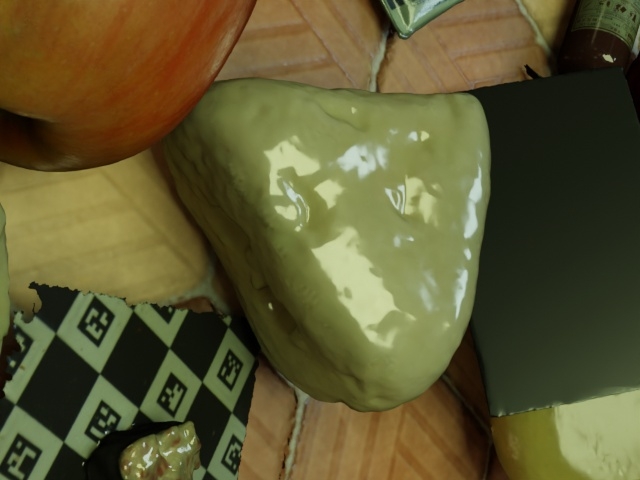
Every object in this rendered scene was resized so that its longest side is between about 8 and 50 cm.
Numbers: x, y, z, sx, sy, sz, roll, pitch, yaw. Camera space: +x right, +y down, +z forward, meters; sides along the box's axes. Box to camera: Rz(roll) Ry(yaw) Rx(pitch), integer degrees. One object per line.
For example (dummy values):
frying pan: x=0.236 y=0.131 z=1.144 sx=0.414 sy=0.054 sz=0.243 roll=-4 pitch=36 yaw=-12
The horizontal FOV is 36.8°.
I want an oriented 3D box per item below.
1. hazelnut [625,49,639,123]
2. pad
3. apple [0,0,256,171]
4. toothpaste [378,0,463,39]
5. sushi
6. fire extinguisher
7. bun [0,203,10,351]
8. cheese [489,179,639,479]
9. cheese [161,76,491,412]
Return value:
hazelnut: x=0.383 y=-0.138 z=0.997 sx=0.161 sy=0.201 sz=0.170 roll=8 pitch=108 yaw=-8
pad: x=0.213 y=-0.008 z=0.857 sx=0.202 sy=0.005 sz=0.299 roll=-10 pitch=74 yaw=-5
apple: x=-0.150 y=-0.162 z=0.576 sx=0.242 sy=0.242 sz=0.241 roll=26 pitch=80 yaw=-32
toothpaste: x=0.153 y=-0.268 z=0.914 sx=0.268 sy=0.047 sz=0.069 roll=-31 pitch=125 yaw=-30
sushi: x=-0.111 y=0.184 z=0.643 sx=0.264 sy=0.050 sz=0.290 roll=21 pitch=75 yaw=-58
fire extinguisher: x=0.279 y=-0.223 z=0.995 sx=0.099 sy=0.071 sz=0.231 roll=24 pitch=74 yaw=-4
bun: x=-0.304 y=0.059 z=0.441 sx=0.361 sy=0.213 sz=0.361 roll=-15 pitch=116 yaw=-33
cheese: x=0.268 y=0.107 z=0.886 sx=0.260 sy=0.128 sz=0.315 roll=22 pitch=82 yaw=9
cheese: x=-0.001 y=0.001 z=0.714 sx=0.251 sy=0.174 sz=0.247 roll=10 pitch=73 yaw=-36
